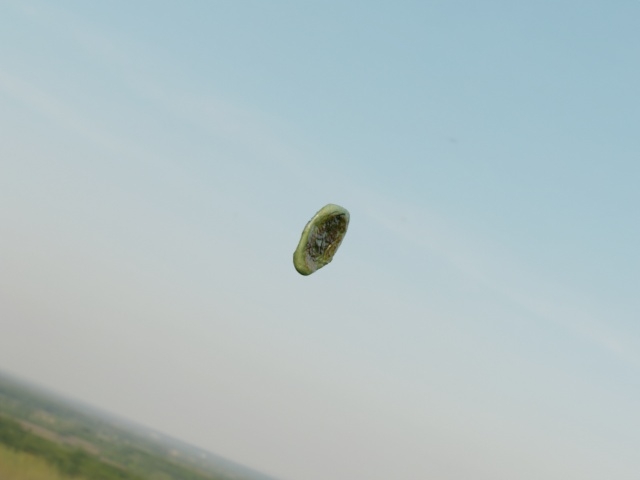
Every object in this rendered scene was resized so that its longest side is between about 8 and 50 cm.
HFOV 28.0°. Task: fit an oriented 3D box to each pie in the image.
[{"bbox_3d":[0.000,0.000,1.339,0.017,0.085,0.085,31,-5,29],"label":"pie"}]
